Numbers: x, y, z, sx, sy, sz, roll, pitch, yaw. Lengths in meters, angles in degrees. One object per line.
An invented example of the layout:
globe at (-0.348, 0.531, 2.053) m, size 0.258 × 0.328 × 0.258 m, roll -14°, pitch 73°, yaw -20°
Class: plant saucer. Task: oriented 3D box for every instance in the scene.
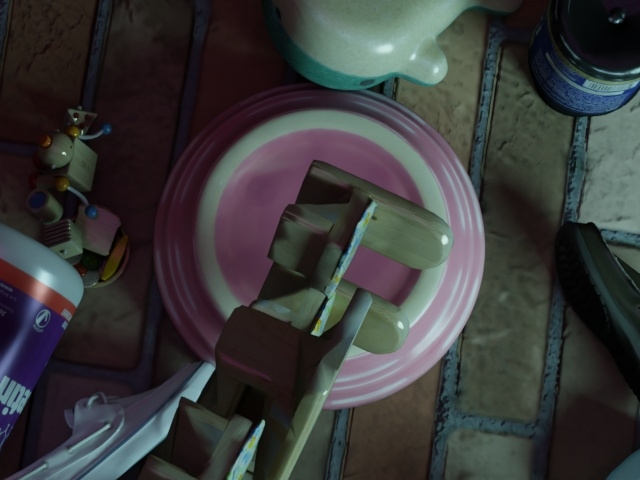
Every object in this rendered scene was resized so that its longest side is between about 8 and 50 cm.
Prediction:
plant saucer at (0.000, 0.000, 1.902) m, size 0.332 × 0.084 × 0.332 m, roll 0°, pitch 81°, yaw -2°

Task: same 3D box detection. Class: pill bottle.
pill bottle at (0.268, -0.189, 1.877) m, size 0.123 × 0.219 × 0.123 m, roll 1°, pitch 80°, yaw -3°
pill bottle at (-0.369, 0.134, 1.813) m, size 0.181 × 0.181 × 0.323 m, roll 27°, pitch 81°, yaw 2°

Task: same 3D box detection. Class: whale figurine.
whale figurine at (0.066, -0.242, 1.939) m, size 0.272 × 0.141 × 0.216 m, roll -16°, pitch 73°, yaw -29°

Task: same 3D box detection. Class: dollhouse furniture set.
dollhouse furniture set at (-0.002, 0.213, 1.693) m, size 0.256 × 0.394 × 0.362 m, roll 26°, pitch 49°, yaw 2°

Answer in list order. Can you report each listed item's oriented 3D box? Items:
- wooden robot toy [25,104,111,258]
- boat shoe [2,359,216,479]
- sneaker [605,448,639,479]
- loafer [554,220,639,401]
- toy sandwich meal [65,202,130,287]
wooden robot toy at (-0.262, -0.073, 1.891) m, size 0.076 × 0.079 × 0.173 m, roll -3°, pitch 64°, yaw 22°
boat shoe at (-0.213, 0.189, 1.854) m, size 0.258 × 0.095 × 0.084 m, roll -40°, pitch 88°, yaw -9°
sneaker at (0.397, 0.357, 1.844) m, size 0.150 × 0.135 × 0.366 m, roll -37°, pitch 75°, yaw 0°
loafer at (0.310, 0.070, 1.913) m, size 0.078 × 0.080 × 0.220 m, roll -30°, pitch 88°, yaw -17°
toy sandwich meal at (-0.227, 0.005, 1.918) m, size 0.085 × 0.029 × 0.085 m, roll 0°, pitch 80°, yaw -2°
